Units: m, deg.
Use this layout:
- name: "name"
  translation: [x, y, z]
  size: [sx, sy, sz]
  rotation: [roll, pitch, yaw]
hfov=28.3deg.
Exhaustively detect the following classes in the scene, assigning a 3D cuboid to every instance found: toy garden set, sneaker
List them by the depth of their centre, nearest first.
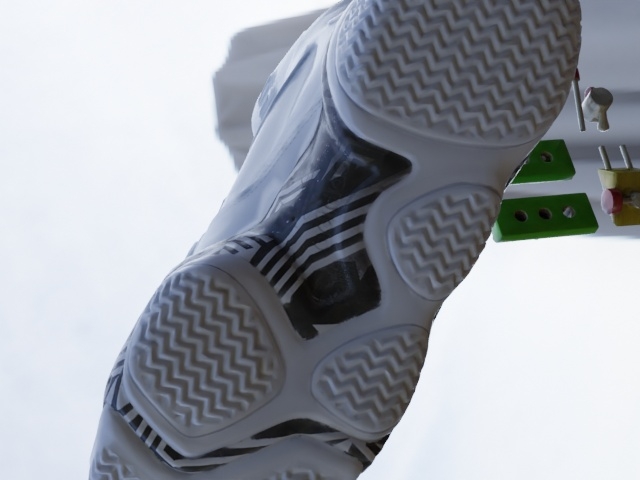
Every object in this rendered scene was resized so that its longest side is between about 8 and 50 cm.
- name: "sneaker"
  translation: [0.000, 0.000, 0.708]
  size: [0.365, 0.137, 0.210]
  rotation: [-58, 8, 3]
- name: "toy garden set"
  translation: [0.239, -0.103, 1.341]
  size: [0.049, 0.204, 0.244]
  rotation: [112, 149, -56]
